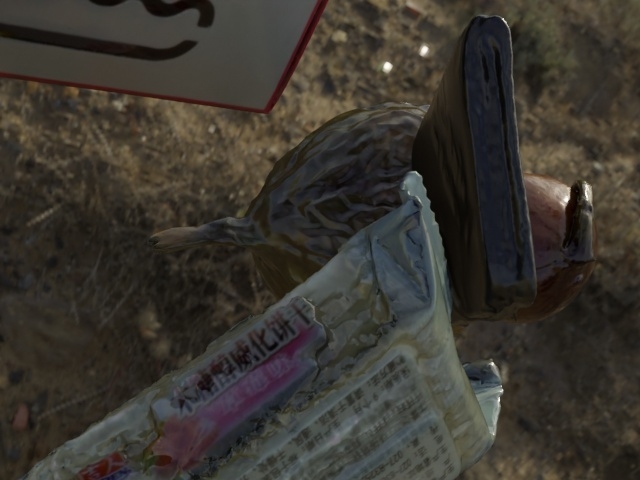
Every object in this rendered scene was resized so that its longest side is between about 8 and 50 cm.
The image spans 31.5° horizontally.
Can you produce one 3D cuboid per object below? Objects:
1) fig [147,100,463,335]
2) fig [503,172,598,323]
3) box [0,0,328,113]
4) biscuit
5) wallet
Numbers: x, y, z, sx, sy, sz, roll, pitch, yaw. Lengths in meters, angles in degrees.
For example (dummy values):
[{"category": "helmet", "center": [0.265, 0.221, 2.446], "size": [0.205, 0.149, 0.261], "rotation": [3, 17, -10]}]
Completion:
[{"category": "fig", "center": [0.000, 0.000, 1.179], "size": [0.368, 0.286, 0.286], "rotation": [-5, 57, -34]}, {"category": "fig", "center": [0.257, 0.002, 1.387], "size": [0.205, 0.205, 0.205], "rotation": [12, 51, -15]}, {"category": "box", "center": [-0.144, -0.288, 0.641], "size": [0.314, 0.300, 0.312], "rotation": [4, 40, -34]}, {"category": "biscuit", "center": [-0.043, 0.117, 0.541], "size": [0.309, 0.186, 0.079], "rotation": [-36, 44, -7]}, {"category": "wallet", "center": [0.090, -0.026, 0.747], "size": [0.042, 0.309, 0.165], "rotation": [-1, 85, -2]}]
